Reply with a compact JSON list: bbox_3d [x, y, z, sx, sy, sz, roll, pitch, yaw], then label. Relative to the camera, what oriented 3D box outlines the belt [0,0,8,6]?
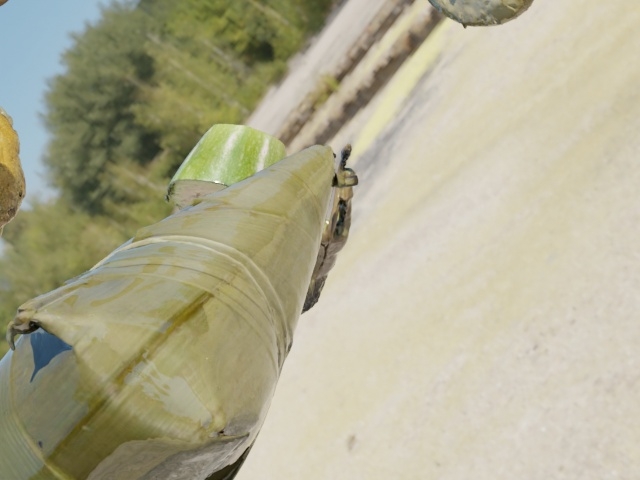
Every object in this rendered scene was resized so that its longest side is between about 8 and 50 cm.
[{"bbox_3d":[-0.457,-0.412,1.265,0.122,0.338,0.217,-7,16,40],"label":"belt"}]

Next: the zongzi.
[{"bbox_3d":[-0.169,0.134,0.901,0.447,0.181,0.418,-44,6,33],"label":"zongzi"}]

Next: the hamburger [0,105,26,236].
[{"bbox_3d":[-0.598,-0.124,1.724,0.158,0.318,0.318,-33,19,30],"label":"hamburger"}]

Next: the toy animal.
[{"bbox_3d":[-0.001,-0.015,1.078,0.086,0.069,0.219,-98,18,-44],"label":"toy animal"}]

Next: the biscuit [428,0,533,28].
[{"bbox_3d":[0.117,-0.237,0.888,0.020,0.152,0.152,-31,-5,-33],"label":"biscuit"}]

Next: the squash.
[{"bbox_3d":[-0.120,-0.082,1.559,0.170,0.170,0.122,145,142,-65],"label":"squash"}]
